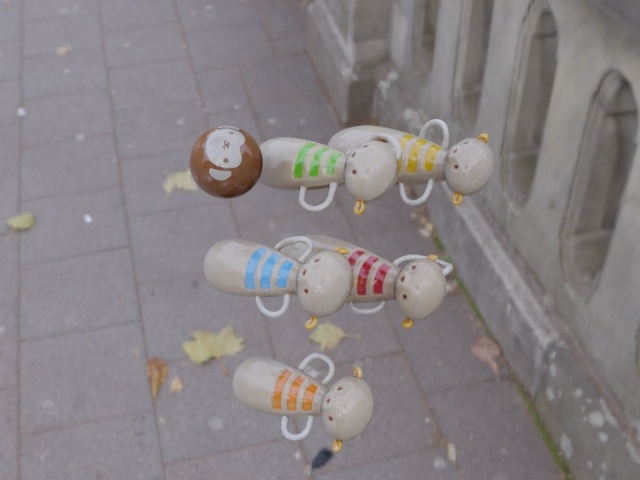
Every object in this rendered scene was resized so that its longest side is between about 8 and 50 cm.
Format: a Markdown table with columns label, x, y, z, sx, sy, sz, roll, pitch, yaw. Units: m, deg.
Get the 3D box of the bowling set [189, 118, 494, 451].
| label | x | y | z | sx | sy | sz | roll | pitch | yaw |
| --- | --- | --- | --- | --- | --- | --- | --- | --- | --- |
| bowling set | 0.000 | 0.000 | 0.714 | 0.154 | 0.200 | 0.287 | 10 | 73 | 36 |
